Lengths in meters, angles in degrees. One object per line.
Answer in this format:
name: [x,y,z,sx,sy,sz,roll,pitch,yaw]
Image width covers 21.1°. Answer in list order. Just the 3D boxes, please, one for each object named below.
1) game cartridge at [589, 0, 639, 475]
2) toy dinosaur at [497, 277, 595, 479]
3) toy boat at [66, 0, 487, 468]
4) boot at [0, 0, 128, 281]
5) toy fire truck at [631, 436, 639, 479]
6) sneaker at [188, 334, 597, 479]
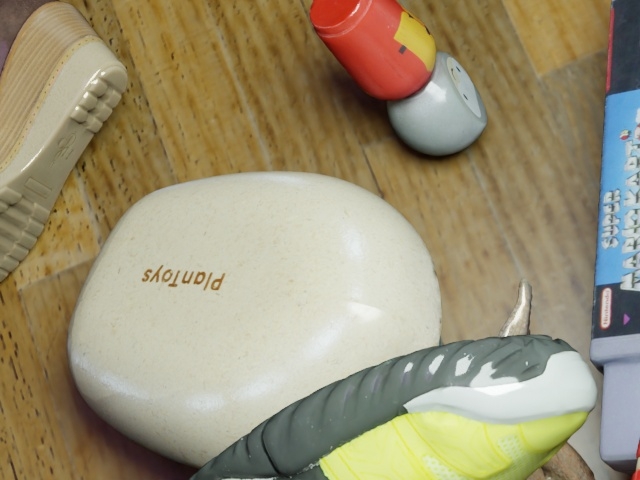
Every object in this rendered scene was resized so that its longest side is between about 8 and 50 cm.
game cartridge: [0.263,-0.050,0.955,0.230,0.068,0.355,-8,66,34]
toy dinosaur: [0.128,0.174,0.975,0.127,0.200,0.295,-43,29,37]
toy boat: [0.000,0.000,1.048,0.267,0.148,0.318,10,67,45]
boot: [-0.265,-0.076,1.178,0.207,0.090,0.248,34,80,32]
toy fire truck: [0.227,0.160,0.923,0.135,0.192,0.047,12,60,8]
sneaker: [-0.007,0.177,0.865,0.385,0.145,0.147,-38,68,27]
